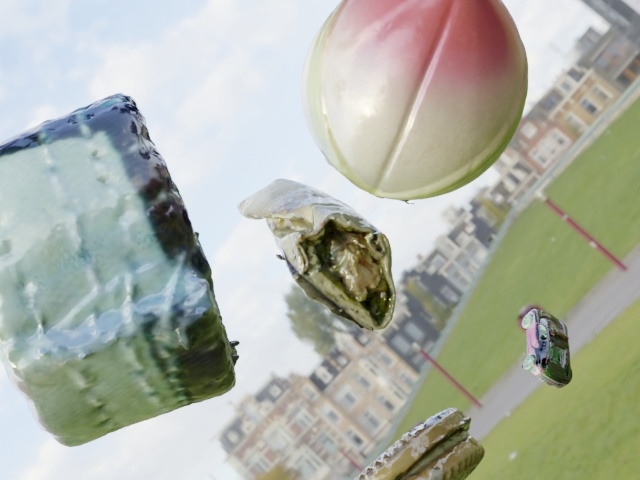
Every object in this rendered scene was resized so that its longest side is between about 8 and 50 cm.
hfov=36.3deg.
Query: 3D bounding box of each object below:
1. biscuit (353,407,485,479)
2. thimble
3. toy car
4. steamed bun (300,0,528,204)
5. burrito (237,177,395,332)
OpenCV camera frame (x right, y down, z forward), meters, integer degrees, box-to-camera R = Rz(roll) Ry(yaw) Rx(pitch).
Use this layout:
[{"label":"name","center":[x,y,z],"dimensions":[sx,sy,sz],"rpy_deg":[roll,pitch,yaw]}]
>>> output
[{"label":"biscuit","center":[0.100,0.308,1.202],"dimensions":[0.259,0.079,0.259],"rpy_deg":[-36,-20,-15]},{"label":"thimble","center":[-0.151,0.025,0.671],"dimensions":[0.150,0.237,0.237],"rpy_deg":[-23,-15,-7]},{"label":"toy car","center":[0.341,0.156,1.451],"dimensions":[0.055,0.069,0.142],"rpy_deg":[-51,20,39]},{"label":"steamed bun","center":[0.128,-0.220,1.231],"dimensions":[0.309,0.309,0.309],"rpy_deg":[-45,-11,-11]},{"label":"burrito","center":[-0.001,-0.003,1.480],"dimensions":[0.135,0.190,0.332],"rpy_deg":[-57,25,4]}]
